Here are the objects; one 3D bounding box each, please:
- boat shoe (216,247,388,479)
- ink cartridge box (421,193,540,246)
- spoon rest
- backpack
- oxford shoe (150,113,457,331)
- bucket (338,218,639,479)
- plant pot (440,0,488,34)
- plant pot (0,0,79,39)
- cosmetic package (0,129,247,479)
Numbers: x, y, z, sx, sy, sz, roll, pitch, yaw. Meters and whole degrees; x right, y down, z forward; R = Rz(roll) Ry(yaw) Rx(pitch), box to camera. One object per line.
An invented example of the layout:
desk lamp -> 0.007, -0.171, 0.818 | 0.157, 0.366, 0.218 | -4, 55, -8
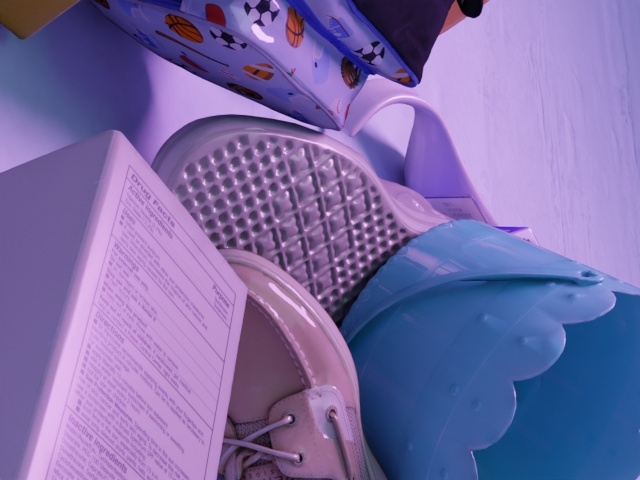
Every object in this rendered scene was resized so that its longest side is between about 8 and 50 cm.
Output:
boat shoe -> -0.025, 0.145, 1.051 | 0.098, 0.109, 0.302 | -67, 140, -55
ink cartridge box -> 0.163, 0.034, 1.436 | 0.208, 0.045, 0.206 | 60, -18, -13
spoon rest -> 0.110, -0.085, 1.507 | 0.137, 0.084, 0.276 | 47, 6, 41
backpack -> -0.052, -0.216, 1.065 | 0.213, 0.263, 0.276 | -55, 146, -6
oxford shoe -> 0.000, 0.000, 1.199 | 0.130, 0.169, 0.449 | 33, 8, 36
bucket -> 0.143, 0.127, 1.191 | 0.281, 0.183, 0.281 | -28, 134, -34
plant pot -> 0.180, -0.404, 1.710 | 0.203, 0.291, 0.291 | 50, 27, -7
plant pot -> -0.186, -0.294, 0.910 | 0.187, 0.212, 0.212 | 32, 44, -37
cosmetic package -> -0.142, 0.107, 0.812 | 0.160, 0.113, 0.309 | 54, 29, -36
